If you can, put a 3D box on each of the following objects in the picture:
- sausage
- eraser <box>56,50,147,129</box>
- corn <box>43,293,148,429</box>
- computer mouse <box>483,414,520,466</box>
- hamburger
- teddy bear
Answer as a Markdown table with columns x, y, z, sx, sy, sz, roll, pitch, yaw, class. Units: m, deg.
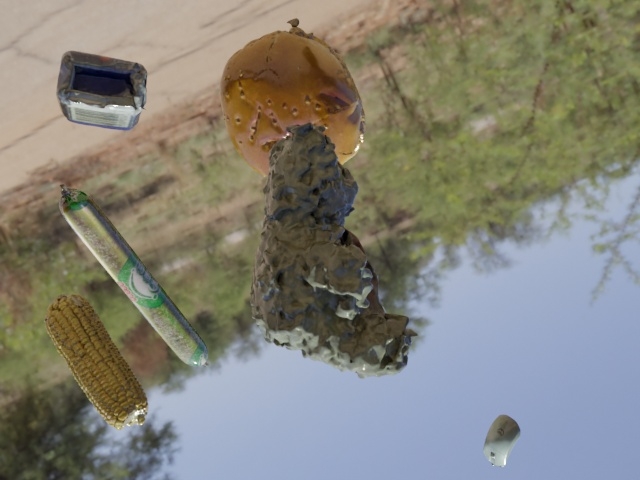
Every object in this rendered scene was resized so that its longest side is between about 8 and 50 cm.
| x | y | z | sx | sy | sz | roll | pitch | yaw | class |
| --- | --- | --- | --- | --- | --- | --- | --- | --- | --- |
| -0.176 | 0.042 | 0.920 | 0.033 | 0.269 | 0.033 | -18 | -140 | 16 | sausage |
| -0.406 | -0.272 | 1.769 | 0.155 | 0.102 | 0.332 | 8 | 179 | -13 | eraser |
| -0.329 | 0.174 | 1.379 | 0.080 | 0.238 | 0.080 | -30 | 156 | -15 | corn |
| 0.330 | 0.375 | 1.750 | 0.056 | 0.110 | 0.032 | 33 | -151 | 34 | computer mouse |
| -0.055 | -0.269 | 1.878 | 0.290 | 0.314 | 0.170 | -10 | -158 | 29 | hamburger |
| 0.000 | 0.000 | 1.472 | 0.224 | 0.367 | 0.357 | 1 | -167 | -23 | teddy bear |
